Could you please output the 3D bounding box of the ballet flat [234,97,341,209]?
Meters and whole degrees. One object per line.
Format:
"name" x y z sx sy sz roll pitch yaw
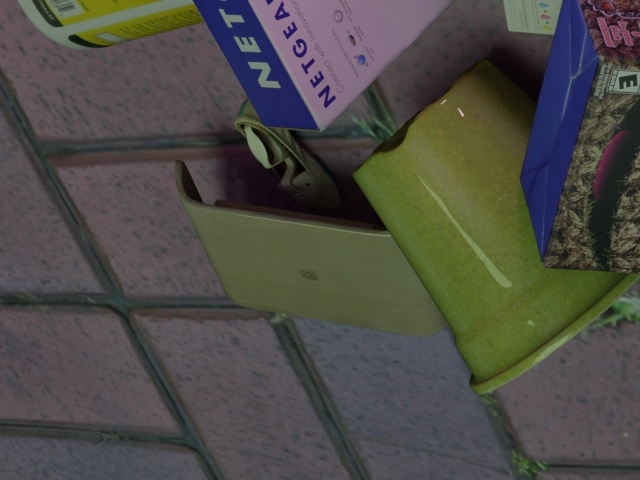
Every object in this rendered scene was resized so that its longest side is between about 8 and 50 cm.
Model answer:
"ballet flat" -0.041 -0.086 2.039 0.057 0.052 0.168 -19 118 43

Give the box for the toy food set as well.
"toy food set" 0.000 0.000 2.058 0.306 0.092 0.220 8 150 17

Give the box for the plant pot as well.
"plant pot" 0.178 -0.032 1.826 0.254 0.276 0.276 49 138 -3

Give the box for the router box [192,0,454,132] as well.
"router box" -0.004 -0.316 1.596 0.082 0.301 0.335 8 137 48

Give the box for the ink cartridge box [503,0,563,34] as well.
"ink cartridge box" 0.247 -0.247 1.673 0.143 0.090 0.092 8 134 26

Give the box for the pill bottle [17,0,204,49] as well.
"pill bottle" -0.133 -0.304 1.779 0.334 0.188 0.188 -8 125 37

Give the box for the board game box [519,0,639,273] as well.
"board game box" 0.347 -0.096 1.613 0.291 0.141 0.232 3 129 -8
